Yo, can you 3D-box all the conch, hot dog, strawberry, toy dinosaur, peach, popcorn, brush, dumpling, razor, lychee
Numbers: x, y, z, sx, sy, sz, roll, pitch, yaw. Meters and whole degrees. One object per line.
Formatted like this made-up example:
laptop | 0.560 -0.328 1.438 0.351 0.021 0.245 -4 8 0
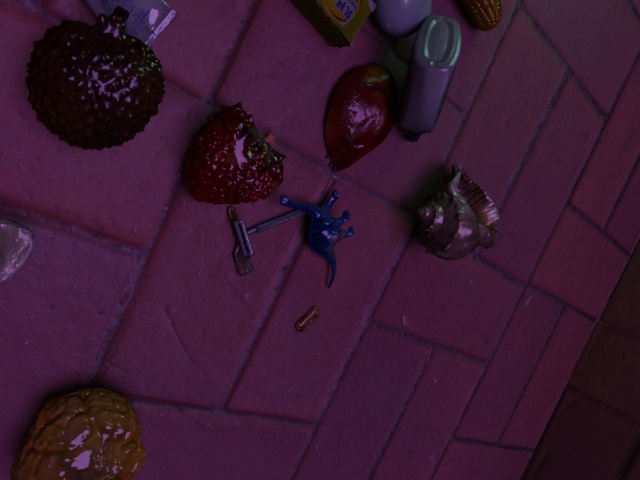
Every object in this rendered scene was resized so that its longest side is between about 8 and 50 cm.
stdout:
conch | 0.375 -0.068 1.349 0.324 0.187 0.262 17 79 -50
hot dog | -0.031 0.208 1.267 0.083 0.021 0.037 -47 125 -13
strawberry | -0.179 -0.149 0.952 0.202 0.184 0.187 -34 162 6
toy dinosaur | 0.020 -0.025 1.176 0.144 0.076 0.329 -38 134 -12
peach | 0.102 -0.288 1.153 0.189 0.068 0.279 17 97 -35
popcorn | -0.464 0.415 0.954 0.251 0.190 0.249 -4 101 -23
brush | -0.185 0.001 1.096 0.043 0.014 0.169 -24 117 -29
dumpling | -0.574 0.016 0.781 0.199 0.118 0.136 10 99 -14
conch | 0.189 -0.576 1.092 0.185 0.121 0.220 -36 123 -55
razor | -0.101 -0.043 1.125 0.211 0.036 0.084 -27 114 -33
lychee | -0.356 -0.259 0.779 0.200 0.200 0.238 10 118 -36

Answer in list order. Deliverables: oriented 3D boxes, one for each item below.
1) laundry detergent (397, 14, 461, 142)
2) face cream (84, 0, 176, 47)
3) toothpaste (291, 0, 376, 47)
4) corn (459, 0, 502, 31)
laundry detergent | 0.249 -0.358 1.154 0.280 0.106 0.214 91 13 -59
face cream | -0.355 -0.425 0.810 0.114 0.070 0.224 -54 139 -6
toothpaste | -0.029 -0.542 0.967 0.328 0.077 0.110 36 83 -37
corn | 0.368 -0.644 1.184 0.102 0.102 0.313 -51 126 -8
